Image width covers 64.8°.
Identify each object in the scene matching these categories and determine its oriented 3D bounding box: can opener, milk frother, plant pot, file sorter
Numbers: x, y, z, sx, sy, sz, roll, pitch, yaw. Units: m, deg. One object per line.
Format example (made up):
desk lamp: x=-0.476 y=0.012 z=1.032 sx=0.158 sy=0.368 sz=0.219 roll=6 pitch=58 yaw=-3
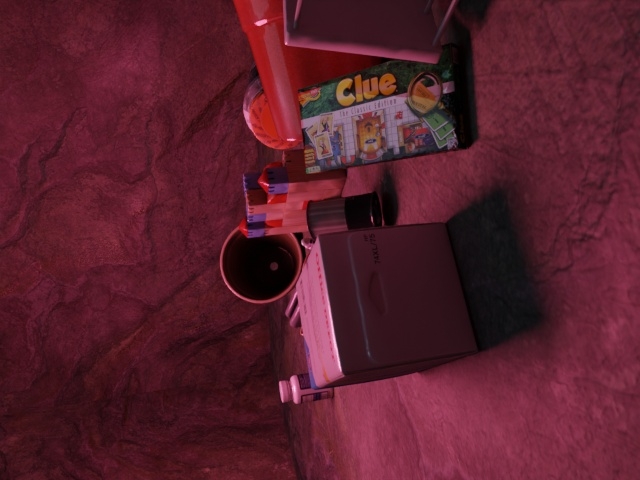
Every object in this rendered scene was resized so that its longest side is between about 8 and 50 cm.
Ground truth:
can opener: x=-0.017 y=0.130 z=1.388 sx=0.280 sy=0.093 sz=0.074 roll=-62 pitch=39 yaw=32
milk frother: x=0.057 y=-0.016 z=1.006 sx=0.129 sy=0.135 sz=0.143 roll=9 pitch=-104 yaw=-70
plant pot: x=-0.002 y=-0.325 z=0.896 sx=0.272 sy=0.272 sz=0.265 roll=-132 pitch=29 yaw=-70
plant pot: x=-0.214 y=0.092 z=2.044 sx=0.280 sy=0.323 sz=0.323 roll=53 pitch=-152 yaw=-81
file sorter: x=0.060 y=-0.384 z=0.608 sx=0.173 sy=0.193 sz=0.277 roll=111 pitch=158 yaw=-56

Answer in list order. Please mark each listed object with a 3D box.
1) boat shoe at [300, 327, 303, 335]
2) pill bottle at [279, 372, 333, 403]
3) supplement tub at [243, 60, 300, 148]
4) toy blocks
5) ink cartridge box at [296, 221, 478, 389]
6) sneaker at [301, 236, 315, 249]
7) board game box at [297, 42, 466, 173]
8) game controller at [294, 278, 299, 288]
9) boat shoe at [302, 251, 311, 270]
boat shoe: x=-0.019 y=0.222 z=1.566 sx=0.063 sy=0.059 sz=0.170 roll=10 pitch=85 yaw=54
pill bottle: x=-0.049 y=0.493 z=1.689 sx=0.094 sy=0.169 sz=0.094 roll=174 pitch=90 yaw=-78
supplement tub: x=-0.101 y=-0.374 z=1.323 sx=0.316 sy=0.194 sz=0.193 roll=-94 pitch=5 yaw=-56
toy blocks: x=-0.091 y=-0.121 z=1.351 sx=0.381 sy=0.261 sz=0.190 roll=110 pitch=152 yaw=-64
ink cartridge box: x=0.083 y=0.116 z=0.804 sx=0.270 sy=0.197 sz=0.198 roll=115 pitch=148 yaw=-68
sneaker: x=0.000 y=0.000 z=1.396 sx=0.069 sy=0.098 sz=0.038 roll=117 pitch=159 yaw=-61
board game box: x=0.077 y=-0.178 z=0.723 sx=0.260 sy=0.030 sz=0.136 roll=-4 pitch=92 yaw=39
game controller: x=-0.018 y=0.234 z=1.691 sx=0.166 sy=0.067 sz=0.319 roll=-58 pitch=37 yaw=41
boat shoe: x=-0.005 y=0.160 z=1.505 sx=0.095 sy=0.095 sz=0.257 roll=140 pitch=123 yaw=-83
